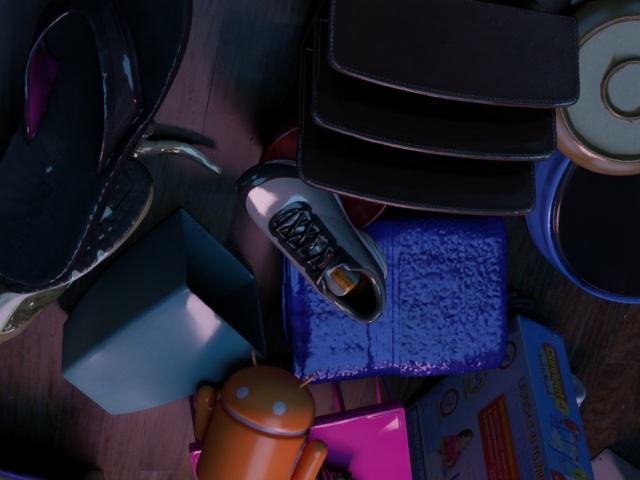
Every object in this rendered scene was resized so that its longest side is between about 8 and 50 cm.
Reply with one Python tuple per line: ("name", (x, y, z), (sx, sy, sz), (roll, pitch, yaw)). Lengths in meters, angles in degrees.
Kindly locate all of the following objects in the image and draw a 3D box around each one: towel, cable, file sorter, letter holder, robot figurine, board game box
("towel", (0.099, 0.073, 1.842), (0.308, 0.076, 0.227), (-3, 100, -9))
("cable", (0.259, 0.146, 1.991), (0.150, 0.047, 0.184), (-32, 129, 16))
("file sorter", (-0.034, 0.277, 1.924), (0.291, 0.182, 0.202), (-12, 128, -4))
("letter holder", (0.135, -0.158, 1.581), (0.302, 0.214, 0.152), (7, 157, -13))
("robot figurine", (-0.084, 0.252, 1.718), (0.128, 0.158, 0.219), (10, 107, -32))
("board game box", (0.232, 0.312, 1.897), (0.086, 0.308, 0.302), (25, 129, -26))

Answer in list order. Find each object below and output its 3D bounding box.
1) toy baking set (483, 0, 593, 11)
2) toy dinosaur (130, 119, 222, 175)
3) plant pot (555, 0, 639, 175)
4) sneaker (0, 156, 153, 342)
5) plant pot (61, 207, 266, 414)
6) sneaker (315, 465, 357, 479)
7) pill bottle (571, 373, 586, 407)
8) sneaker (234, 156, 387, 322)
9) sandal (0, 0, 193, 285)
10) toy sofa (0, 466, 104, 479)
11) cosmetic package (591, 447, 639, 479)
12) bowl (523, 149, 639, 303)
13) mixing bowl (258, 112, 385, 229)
("toy baking set", (0.264, -0.264, 1.701), (0.256, 0.030, 0.197), (-13, 127, -4))
("toy dinosaur", (-0.254, -0.121, 1.664), (0.268, 0.064, 0.118), (-4, 141, -10))
("plant pot", (0.389, -0.192, 1.701), (0.236, 0.032, 0.236), (0, 107, -1))
("sneaker", (-0.355, 0.018, 1.697), (0.410, 0.182, 0.158), (-35, 82, 21))
("plant pot", (-0.218, 0.114, 1.784), (0.234, 0.165, 0.166), (-33, 126, 17))
("sneaker", (0.015, 0.330, 1.820), (0.075, 0.063, 0.170), (-23, 133, 5))
("pill bottle", (0.342, 0.267, 2.069), (0.078, 0.078, 0.137), (11, 122, -20))
("sneaker", (0.001, 0.000, 1.659), (0.100, 0.108, 0.271), (-36, 124, 15))
("sandal", (-0.266, -0.156, 1.508), (0.167, 0.107, 0.446), (21, 97, 10))
("toy sofa", (-0.468, 0.345, 1.893), (0.362, 0.150, 0.177), (21, 113, -25))
("cosmetic package", (0.480, 0.497, 2.231), (0.225, 0.138, 0.224), (33, 112, -32))
("bowl", (0.473, -0.076, 1.856), (0.391, 0.077, 0.391), (-6, 126, -9))
("mixing bowl", (-0.001, -0.099, 1.715), (0.181, 0.098, 0.181), (-6, 126, -8))
